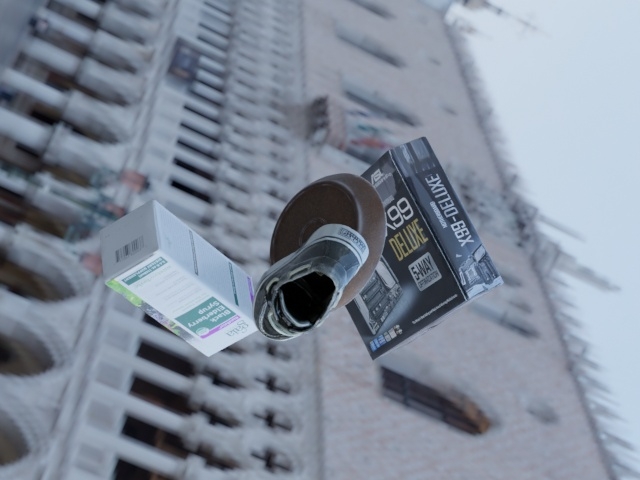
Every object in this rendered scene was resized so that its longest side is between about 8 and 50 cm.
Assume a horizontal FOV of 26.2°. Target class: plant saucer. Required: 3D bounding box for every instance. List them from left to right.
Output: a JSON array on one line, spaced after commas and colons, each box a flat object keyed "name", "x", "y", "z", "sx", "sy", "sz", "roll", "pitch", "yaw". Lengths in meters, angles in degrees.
[{"name": "plant saucer", "x": 0.000, "y": 0.000, "z": 1.541, "sx": 0.168, "sy": 0.029, "sz": 0.168, "roll": -18, "pitch": -118, "yaw": 38}]

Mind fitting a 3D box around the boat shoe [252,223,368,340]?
[{"name": "boat shoe", "x": -0.026, "y": 0.059, "z": 1.424, "sx": 0.070, "sy": 0.078, "sz": 0.219, "roll": -59, "pitch": -175, "yaw": -36}]

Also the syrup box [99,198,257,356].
[{"name": "syrup box", "x": -0.185, "y": 0.055, "z": 1.848, "sx": 0.093, "sy": 0.237, "sz": 0.096, "roll": -29, "pitch": -133, "yaw": 18}]

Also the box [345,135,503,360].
[{"name": "box", "x": 0.116, "y": 0.018, "z": 2.048, "sx": 0.076, "sy": 0.242, "sz": 0.307, "roll": -22, "pitch": 171, "yaw": -31}]
